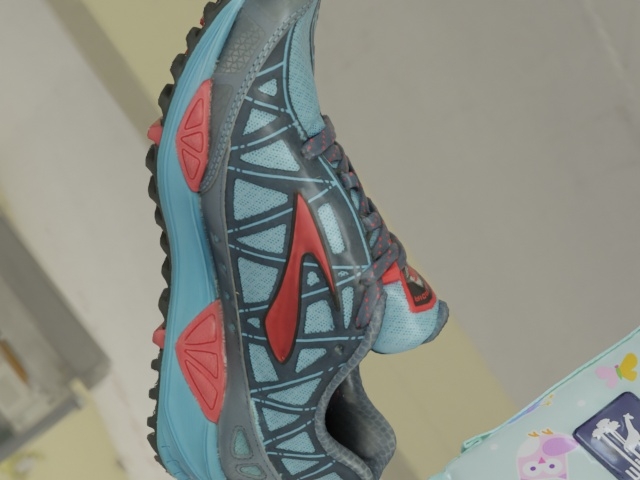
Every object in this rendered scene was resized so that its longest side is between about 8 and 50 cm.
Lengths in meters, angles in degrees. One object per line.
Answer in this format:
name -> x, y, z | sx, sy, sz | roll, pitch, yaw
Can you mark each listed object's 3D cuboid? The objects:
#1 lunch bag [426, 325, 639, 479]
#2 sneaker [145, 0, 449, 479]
lunch bag -> 0.219, 0.183, 0.897 | 0.262, 0.223, 0.160 | 54, -10, 11
sneaker -> 0.000, 0.000, 0.671 | 0.125, 0.104, 0.261 | 12, -59, 15
